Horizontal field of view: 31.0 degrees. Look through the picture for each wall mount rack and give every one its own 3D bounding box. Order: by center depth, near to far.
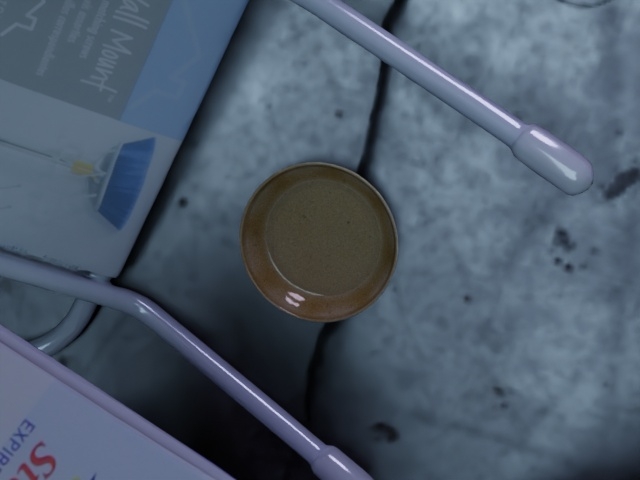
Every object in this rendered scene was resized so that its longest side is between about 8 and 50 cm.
[{"bbox_3d":[-0.069,-0.023,0.536,0.304,0.130,0.350,19,119,-21],"label":"wall mount rack"}]

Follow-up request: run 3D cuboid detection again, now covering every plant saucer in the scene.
[{"bbox_3d":[0.000,0.000,0.592,0.083,0.015,0.083,3,103,13],"label":"plant saucer"}]

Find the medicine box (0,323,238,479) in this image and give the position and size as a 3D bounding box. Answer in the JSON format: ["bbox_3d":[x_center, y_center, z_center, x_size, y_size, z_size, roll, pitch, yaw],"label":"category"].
[{"bbox_3d":[-0.109,0.217,0.464,0.149,0.289,0.263,27,72,29],"label":"medicine box"}]
